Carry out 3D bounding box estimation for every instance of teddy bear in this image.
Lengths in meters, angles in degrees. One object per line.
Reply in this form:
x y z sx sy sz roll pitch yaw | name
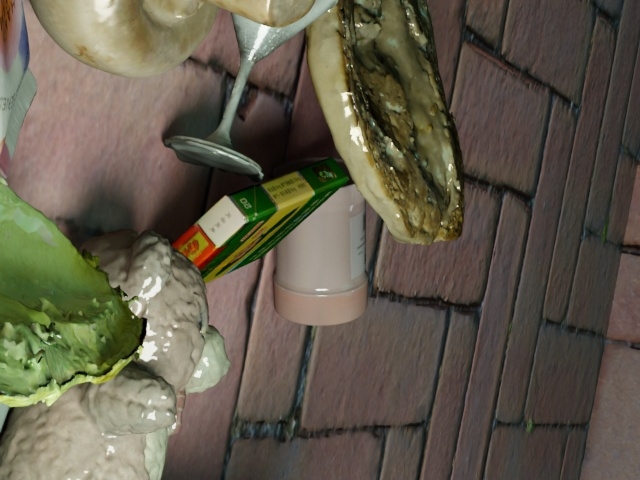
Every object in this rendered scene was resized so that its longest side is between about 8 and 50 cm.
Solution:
-0.166 0.126 1.429 0.267 0.151 0.236 -68 -168 -19 | teddy bear

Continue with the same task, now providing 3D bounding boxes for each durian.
-0.225 0.020 1.165 0.394 0.198 0.163 1 97 -72 | durian

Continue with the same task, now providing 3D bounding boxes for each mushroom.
-0.106 -0.214 1.337 0.207 0.215 0.207 -52 152 -41 | mushroom

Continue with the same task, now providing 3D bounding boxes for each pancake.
0.065 -0.175 1.842 0.387 0.082 0.387 -13 90 -69 | pancake

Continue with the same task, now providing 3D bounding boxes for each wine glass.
-0.065 -0.151 1.609 0.122 0.122 0.183 36 70 -66 | wine glass

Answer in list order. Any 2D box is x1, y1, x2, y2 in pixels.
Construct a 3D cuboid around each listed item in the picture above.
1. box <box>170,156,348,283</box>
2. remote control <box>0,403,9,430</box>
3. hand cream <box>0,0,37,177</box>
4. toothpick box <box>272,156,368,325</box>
-0.069 -0.010 1.654 0.132 0.034 0.235 -41 174 25 | box
-0.268 0.166 1.325 0.097 0.045 0.256 65 38 -59 | remote control
-0.232 -0.209 1.197 0.124 0.077 0.341 -86 169 -51 | hand cream
0.000 0.000 1.846 0.098 0.098 0.149 -41 136 -58 | toothpick box
